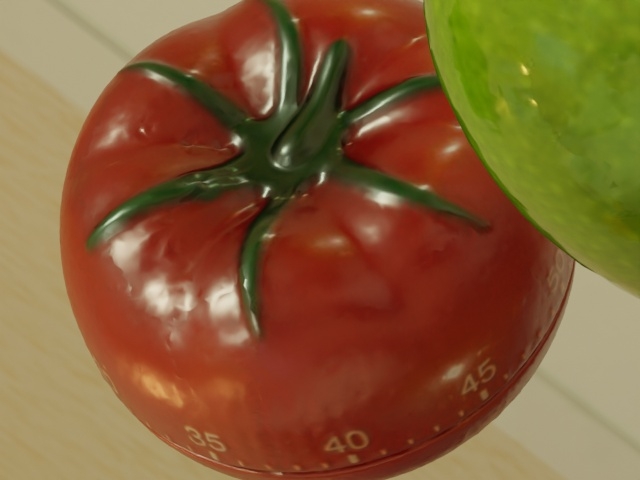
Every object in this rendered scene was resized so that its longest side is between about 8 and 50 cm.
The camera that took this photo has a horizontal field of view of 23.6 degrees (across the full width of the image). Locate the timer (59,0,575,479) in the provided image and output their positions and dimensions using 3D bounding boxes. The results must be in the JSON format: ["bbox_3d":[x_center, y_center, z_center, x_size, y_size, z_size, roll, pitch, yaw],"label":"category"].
[{"bbox_3d":[0.000,0.000,1.137,0.378,0.378,0.279,-56,-30,-25],"label":"timer"}]

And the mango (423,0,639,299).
[{"bbox_3d":[0.162,-0.060,0.459,0.156,0.343,0.192,9,95,47],"label":"mango"}]
